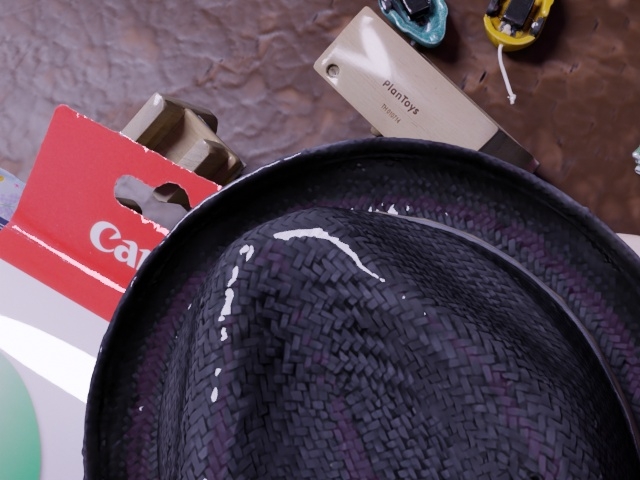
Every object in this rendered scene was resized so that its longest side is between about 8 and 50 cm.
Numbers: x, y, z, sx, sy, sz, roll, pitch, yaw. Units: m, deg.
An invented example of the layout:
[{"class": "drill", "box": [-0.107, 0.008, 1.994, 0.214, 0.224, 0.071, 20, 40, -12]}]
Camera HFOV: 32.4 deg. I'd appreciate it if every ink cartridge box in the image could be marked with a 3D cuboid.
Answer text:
[{"class": "ink cartridge box", "box": [-0.124, 0.063, 0.582, 0.181, 0.056, 0.224, 27, 102, 17]}]

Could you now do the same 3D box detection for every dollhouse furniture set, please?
[{"class": "dollhouse furniture set", "box": [0.000, 0.000, 0.656, 0.212, 0.161, 0.242, 46, 102, 13]}]

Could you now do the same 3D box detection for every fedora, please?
[{"class": "fedora", "box": [0.032, 0.101, 0.453, 0.334, 0.152, 0.334, -1, 79, 7]}]

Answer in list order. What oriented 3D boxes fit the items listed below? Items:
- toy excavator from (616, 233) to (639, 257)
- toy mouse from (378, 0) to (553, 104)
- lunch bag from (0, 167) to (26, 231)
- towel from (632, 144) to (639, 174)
[{"class": "toy excavator", "box": [0.232, 0.251, 0.529, 0.445, 0.222, 0.433, 23, 74, 17]}, {"class": "toy mouse", "box": [0.086, -0.178, 0.737, 0.143, 0.031, 0.161, 21, 75, 7]}, {"class": "lunch bag", "box": [-0.219, -0.015, 0.686, 0.083, 0.053, 0.071, 29, 77, 0]}, {"class": "towel", "box": [0.287, -0.067, 0.707, 0.113, 0.023, 0.152, 42, 77, 10]}]
